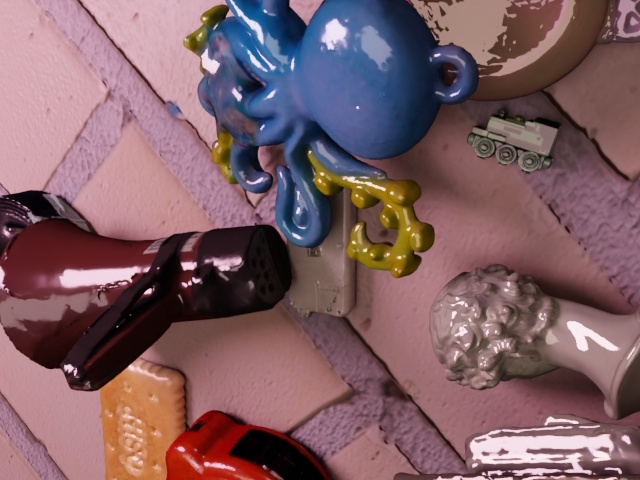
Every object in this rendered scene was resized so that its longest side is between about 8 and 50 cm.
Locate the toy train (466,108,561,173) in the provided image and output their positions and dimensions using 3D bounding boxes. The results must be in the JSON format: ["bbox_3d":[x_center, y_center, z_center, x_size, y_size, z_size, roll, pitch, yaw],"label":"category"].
[{"bbox_3d":[0.185,-0.097,0.603,0.083,0.033,0.053,23,109,19],"label":"toy train"}]

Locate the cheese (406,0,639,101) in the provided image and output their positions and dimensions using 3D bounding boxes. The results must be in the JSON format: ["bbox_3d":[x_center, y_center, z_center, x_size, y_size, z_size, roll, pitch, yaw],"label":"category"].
[{"bbox_3d":[0.201,-0.201,0.539,0.286,0.082,0.163,7,109,22],"label":"cheese"}]

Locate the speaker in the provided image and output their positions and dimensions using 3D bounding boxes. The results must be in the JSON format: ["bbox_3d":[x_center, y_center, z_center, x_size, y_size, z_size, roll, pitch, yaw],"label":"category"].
[{"bbox_3d":[-0.226,0.050,0.715,0.329,0.259,0.198,-9,85,31],"label":"speaker"}]

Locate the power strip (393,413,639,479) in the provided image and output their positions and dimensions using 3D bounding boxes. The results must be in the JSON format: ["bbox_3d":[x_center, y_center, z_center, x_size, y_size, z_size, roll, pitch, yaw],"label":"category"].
[{"bbox_3d":[0.235,0.204,0.568,0.251,0.257,0.092,-10,64,42],"label":"power strip"}]

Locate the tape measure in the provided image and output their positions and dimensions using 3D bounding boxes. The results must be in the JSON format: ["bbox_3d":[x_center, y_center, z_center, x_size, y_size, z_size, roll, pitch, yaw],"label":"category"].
[{"bbox_3d":[-0.101,0.373,0.849,0.260,0.114,0.253,17,113,17],"label":"tape measure"}]

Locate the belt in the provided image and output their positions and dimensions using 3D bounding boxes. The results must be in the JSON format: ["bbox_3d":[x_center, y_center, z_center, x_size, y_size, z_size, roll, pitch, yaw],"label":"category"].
[{"bbox_3d":[-0.409,0.007,0.905,0.198,0.078,0.151,28,112,19],"label":"belt"}]

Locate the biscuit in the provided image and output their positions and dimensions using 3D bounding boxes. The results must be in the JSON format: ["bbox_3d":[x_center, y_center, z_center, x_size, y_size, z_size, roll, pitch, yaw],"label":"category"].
[{"bbox_3d":[-0.273,0.293,0.954,0.160,0.030,0.250,12,111,23],"label":"biscuit"}]

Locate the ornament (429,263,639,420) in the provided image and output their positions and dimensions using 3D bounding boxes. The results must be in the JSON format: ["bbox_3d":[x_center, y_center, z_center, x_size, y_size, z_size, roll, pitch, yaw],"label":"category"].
[{"bbox_3d":[0.239,0.092,0.583,0.285,0.120,0.130,3,115,27],"label":"ornament"}]

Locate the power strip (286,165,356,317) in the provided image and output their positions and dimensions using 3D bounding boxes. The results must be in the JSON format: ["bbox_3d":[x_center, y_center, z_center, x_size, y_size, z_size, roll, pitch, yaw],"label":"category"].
[{"bbox_3d":[0.000,0.000,0.724,0.081,0.035,0.192,7,109,24],"label":"power strip"}]

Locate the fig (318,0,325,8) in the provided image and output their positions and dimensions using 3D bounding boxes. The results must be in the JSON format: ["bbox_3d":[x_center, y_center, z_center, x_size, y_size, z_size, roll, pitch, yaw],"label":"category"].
[{"bbox_3d":[0.024,-0.206,0.629,0.074,0.074,0.088,50,135,4],"label":"fig"}]

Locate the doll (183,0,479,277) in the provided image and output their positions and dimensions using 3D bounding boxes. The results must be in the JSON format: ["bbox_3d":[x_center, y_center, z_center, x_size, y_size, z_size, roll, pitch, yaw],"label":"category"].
[{"bbox_3d":[-0.002,-0.141,0.593,0.341,0.098,0.346,13,127,42],"label":"doll"}]
